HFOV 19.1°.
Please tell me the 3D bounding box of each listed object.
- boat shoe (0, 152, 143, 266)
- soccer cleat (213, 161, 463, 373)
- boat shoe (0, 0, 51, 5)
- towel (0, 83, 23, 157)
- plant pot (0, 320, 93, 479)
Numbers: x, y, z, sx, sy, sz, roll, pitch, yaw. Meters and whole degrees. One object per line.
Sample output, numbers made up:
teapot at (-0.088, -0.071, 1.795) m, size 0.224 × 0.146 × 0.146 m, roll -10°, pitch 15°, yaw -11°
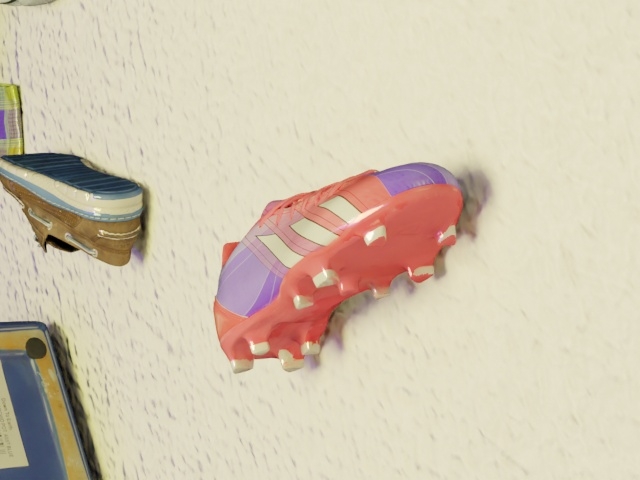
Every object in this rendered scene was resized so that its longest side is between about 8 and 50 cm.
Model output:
boat shoe at (-0.197, -0.024, 1.440) m, size 0.183 × 0.066 × 0.066 m, roll 24°, pitch 116°, yaw 55°
soccer cleat at (0.000, 0.000, 1.115) m, size 0.248 × 0.083 × 0.095 m, roll -45°, pitch 52°, yaw 55°
boat shoe at (-0.296, -0.239, 1.519) m, size 0.335 × 0.119 × 0.121 m, roll -4°, pitch 91°, yaw 59°
towel at (-0.265, -0.090, 1.595) m, size 0.060 × 0.009 × 0.083 m, roll 9°, pitch 102°, yaw 59°
plant pot at (-0.312, 0.189, 1.511) m, size 0.212 × 0.236 × 0.236 m, roll -41°, pitch 60°, yaw 45°
